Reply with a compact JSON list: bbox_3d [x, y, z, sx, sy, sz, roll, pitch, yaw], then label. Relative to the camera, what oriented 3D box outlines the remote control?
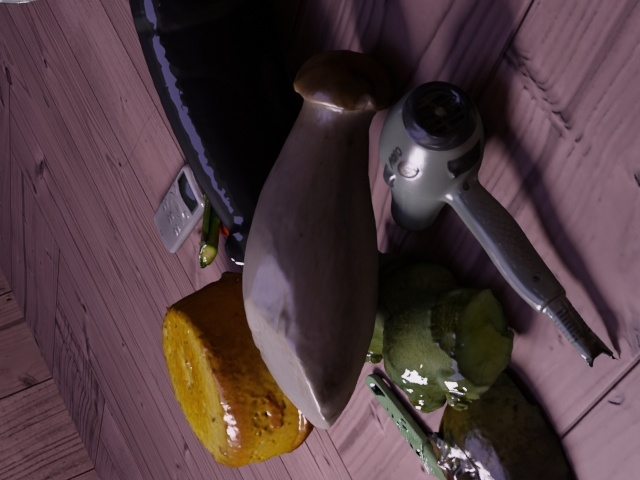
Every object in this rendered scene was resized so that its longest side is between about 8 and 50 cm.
[{"bbox_3d":[-0.198,-0.041,2.150,0.067,0.029,0.261,65,160,7],"label":"remote control"}]

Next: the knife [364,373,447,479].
[{"bbox_3d":[0.122,0.237,1.633,0.293,0.020,0.043,51,156,40],"label":"knife"}]

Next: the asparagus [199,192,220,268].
[{"bbox_3d":[-0.134,-0.082,1.880,0.027,0.034,0.236,-163,72,-68],"label":"asparagus"}]

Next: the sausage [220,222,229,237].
[{"bbox_3d":[-0.098,-0.023,1.896,0.145,0.048,0.050,-171,99,-72],"label":"sausage"}]

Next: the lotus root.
[{"bbox_3d":[0.157,0.220,1.444,0.183,0.078,0.203,56,159,31],"label":"lotus root"}]

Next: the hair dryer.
[{"bbox_3d":[0.128,-0.002,1.312,0.267,0.092,0.229,59,168,-3],"label":"hair dryer"}]

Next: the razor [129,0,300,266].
[{"bbox_3d":[-0.086,-0.141,1.555,0.349,0.113,0.204,70,-160,-7],"label":"razor"}]

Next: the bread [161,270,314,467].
[{"bbox_3d":[-0.103,0.162,1.956,0.268,0.146,0.268,50,150,44],"label":"bread"}]

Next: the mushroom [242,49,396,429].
[{"bbox_3d":[0.000,0.000,1.415,0.128,0.128,0.350,25,109,62],"label":"mushroom"}]

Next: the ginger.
[{"bbox_3d":[0.085,0.084,1.459,0.290,0.089,0.137,30,133,60],"label":"ginger"}]

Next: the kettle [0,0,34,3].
[{"bbox_3d":[-0.388,-0.452,2.065,0.221,0.161,0.236,17,129,30],"label":"kettle"}]
